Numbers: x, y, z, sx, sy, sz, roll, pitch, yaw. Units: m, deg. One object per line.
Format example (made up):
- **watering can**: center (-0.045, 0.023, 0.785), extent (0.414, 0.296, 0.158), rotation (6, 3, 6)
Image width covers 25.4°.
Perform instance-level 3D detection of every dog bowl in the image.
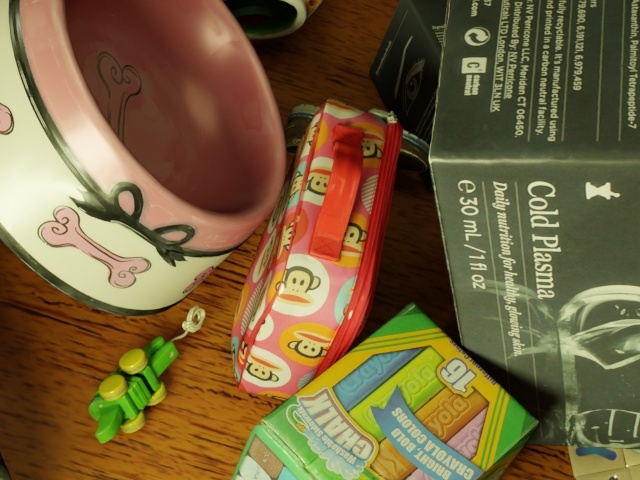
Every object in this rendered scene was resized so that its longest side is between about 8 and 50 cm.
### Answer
- **dog bowl**: center (-0.195, -0.139, 1.442), extent (0.408, 0.150, 0.408), rotation (39, 37, -37)

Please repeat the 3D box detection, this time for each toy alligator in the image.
- **toy alligator**: center (-0.185, 0.133, 1.444), extent (0.051, 0.056, 0.190), rotation (1, 40, 36)

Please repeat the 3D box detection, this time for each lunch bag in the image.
- **lunch bag**: center (0.000, 0.000, 1.467), extent (0.120, 0.258, 0.293), rotation (17, 52, -5)

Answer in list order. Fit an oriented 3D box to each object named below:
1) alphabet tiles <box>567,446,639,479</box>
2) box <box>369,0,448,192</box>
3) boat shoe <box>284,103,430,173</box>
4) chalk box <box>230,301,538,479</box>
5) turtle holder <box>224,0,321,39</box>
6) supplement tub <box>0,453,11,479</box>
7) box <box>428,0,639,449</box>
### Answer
- **alphabet tiles**: center (0.436, 0.197, 1.523), extent (0.342, 0.011, 0.285), rotation (-12, 55, 7)
- **box**: center (0.161, -0.187, 1.725), extent (0.108, 0.153, 0.207), rotation (-9, 59, -24)
- **boat shoe**: center (0.043, -0.103, 1.683), extent (0.183, 0.066, 0.066), rotation (15, 65, 12)
- **chalk box**: center (0.034, 0.233, 1.359), extent (0.179, 0.180, 0.289), rotation (43, 55, 15)
- **turtle holder**: center (-0.119, -0.375, 1.721), extent (0.320, 0.243, 0.227), rotation (7, 70, -25)
- **supplement tub**: center (-0.399, 0.175, 1.241), extent (0.207, 0.207, 0.338), rotation (-16, 62, -28)
- **box**: center (0.373, -0.030, 1.377), extent (0.471, 0.480, 0.297), rotation (-1, 52, 13)
